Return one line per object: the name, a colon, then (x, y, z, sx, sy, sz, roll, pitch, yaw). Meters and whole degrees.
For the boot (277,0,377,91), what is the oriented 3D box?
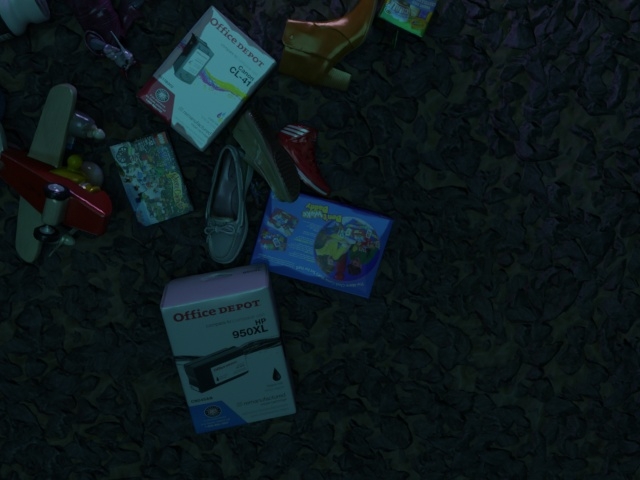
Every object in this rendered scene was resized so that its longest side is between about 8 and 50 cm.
boot: (0.015, -0.553, 1.834, 0.211, 0.104, 0.295, 19, 101, -8)

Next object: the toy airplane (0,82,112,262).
toy airplane: (-0.691, -0.160, 1.784, 0.386, 0.272, 0.384, -18, 90, 35)

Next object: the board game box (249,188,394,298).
board game box: (0.000, 0.000, 1.926, 0.347, 0.078, 0.233, 16, 100, -7)

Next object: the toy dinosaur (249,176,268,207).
toy dinosaur: (-0.178, -0.134, 1.927, 0.090, 0.047, 0.082, 15, 109, 26)

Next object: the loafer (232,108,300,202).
loafer: (-0.143, -0.212, 1.826, 0.092, 0.102, 0.268, -28, 86, 29)

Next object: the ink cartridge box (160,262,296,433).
ink cartridge box: (-0.242, 0.289, 1.877, 0.285, 0.166, 0.395, -12, 111, -2)

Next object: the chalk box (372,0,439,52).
chalk box: (0.221, -0.603, 1.829, 0.132, 0.132, 0.213, 24, 95, -8)

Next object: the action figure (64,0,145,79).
action figure: (-0.576, -0.568, 1.739, 0.276, 0.248, 0.370, 1, 128, 28)

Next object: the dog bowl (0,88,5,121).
dog bowl: (-0.920, -0.297, 1.798, 0.166, 0.074, 0.297, 26, 97, 4)

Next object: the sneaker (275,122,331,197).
sneaker: (-0.026, -0.228, 1.891, 0.221, 0.087, 0.128, 43, 94, -11)

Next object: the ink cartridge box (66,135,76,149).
ink cartridge box: (-0.673, -0.289, 1.855, 0.048, 0.028, 0.083, 18, 97, -7)

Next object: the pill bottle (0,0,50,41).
pill bottle: (-0.835, -0.568, 1.731, 0.278, 0.162, 0.162, -20, 100, -1)

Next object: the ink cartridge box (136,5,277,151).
ink cartridge box: (-0.293, -0.416, 1.817, 0.226, 0.131, 0.306, 40, 95, -9)

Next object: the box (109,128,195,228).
box: (-0.452, -0.167, 1.884, 0.159, 0.044, 0.233, -18, 100, -1)

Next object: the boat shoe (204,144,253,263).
boat shoe: (-0.254, -0.096, 1.867, 0.118, 0.103, 0.320, 14, 96, 17)
